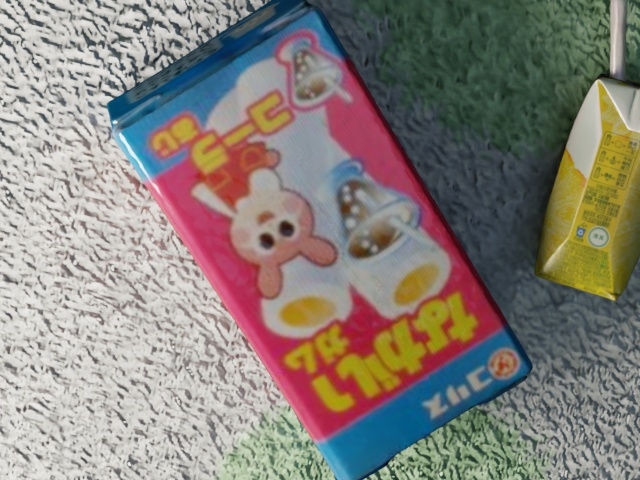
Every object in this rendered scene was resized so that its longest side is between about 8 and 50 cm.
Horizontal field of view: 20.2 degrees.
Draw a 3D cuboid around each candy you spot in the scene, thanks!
[{"bbox_3d":[0.000,0.000,1.220,0.157,0.100,0.306,-33,107,-1],"label":"candy"}]

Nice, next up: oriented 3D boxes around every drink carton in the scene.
[{"bbox_3d":[0.208,-0.065,1.247,0.074,0.084,0.200,19,103,10],"label":"drink carton"}]
